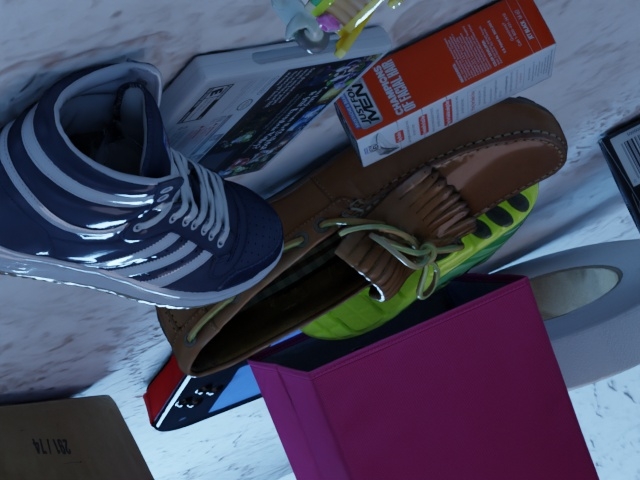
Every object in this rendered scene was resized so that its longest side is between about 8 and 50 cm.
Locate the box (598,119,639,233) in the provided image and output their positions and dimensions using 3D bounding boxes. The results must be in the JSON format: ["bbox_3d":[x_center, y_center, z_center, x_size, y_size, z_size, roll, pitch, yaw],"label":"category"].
[{"bbox_3d":[0.426,-0.067,2.043,0.165,0.143,0.270,-26,168,9],"label":"box"}]

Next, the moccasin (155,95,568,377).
[{"bbox_3d":[0.036,-0.001,1.520,0.380,0.147,0.139,-24,145,3],"label":"moccasin"}]

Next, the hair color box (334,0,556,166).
[{"bbox_3d":[0.094,-0.123,1.381,0.167,0.053,0.093,-27,169,-1],"label":"hair color box"}]

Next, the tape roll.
[{"bbox_3d":[0.293,0.100,2.272,0.392,0.072,0.392,-17,-168,4],"label":"tape roll"}]

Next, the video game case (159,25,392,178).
[{"bbox_3d":[-0.064,-0.088,1.289,0.173,0.022,0.190,-14,162,-40],"label":"video game case"}]

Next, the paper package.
[{"bbox_3d":[-0.294,0.325,1.847,0.168,0.309,0.325,-34,166,22],"label":"paper package"}]

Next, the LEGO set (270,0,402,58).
[{"bbox_3d":[0.032,-0.203,0.919,0.287,0.107,0.132,-46,-168,46],"label":"LEGO set"}]

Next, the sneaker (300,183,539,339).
[{"bbox_3d":[0.099,0.017,1.828,0.295,0.109,0.123,-29,163,13],"label":"sneaker"}]

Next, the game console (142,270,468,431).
[{"bbox_3d":[-0.003,0.098,2.076,0.386,0.060,0.342,-20,166,-28],"label":"game console"}]

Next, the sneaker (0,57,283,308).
[{"bbox_3d":[-0.101,-0.034,1.182,0.282,0.099,0.153,7,147,-43],"label":"sneaker"}]

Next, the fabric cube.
[{"bbox_3d":[0.108,0.198,1.891,0.254,0.258,0.259,-24,-173,-15],"label":"fabric cube"}]
